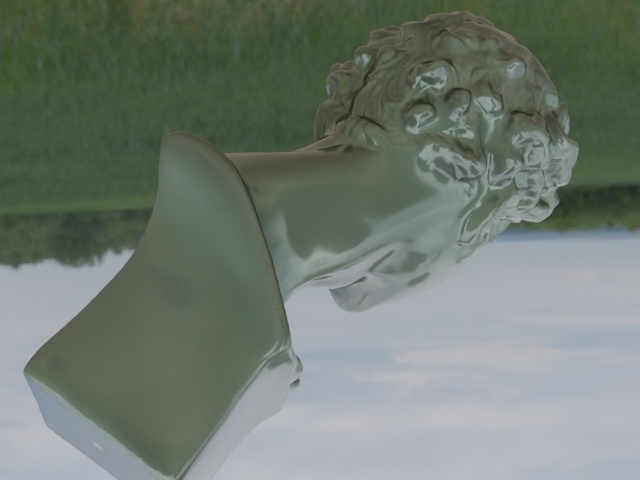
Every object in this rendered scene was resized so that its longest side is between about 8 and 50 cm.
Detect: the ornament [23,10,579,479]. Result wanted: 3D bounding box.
[{"bbox_3d":[-0.002,-0.008,0.477,0.285,0.120,0.130,-34,166,-35],"label":"ornament"}]
